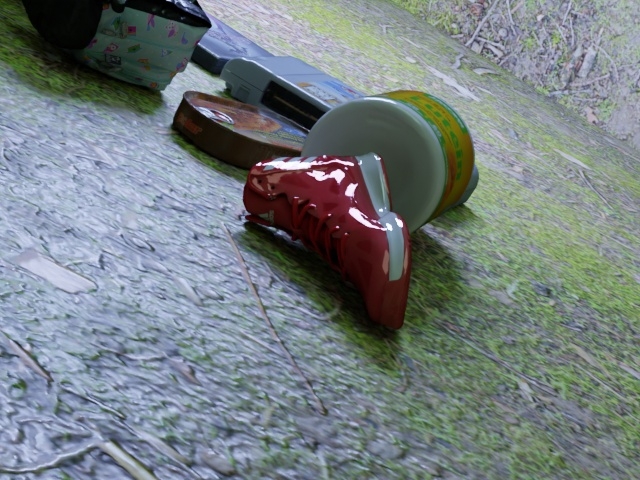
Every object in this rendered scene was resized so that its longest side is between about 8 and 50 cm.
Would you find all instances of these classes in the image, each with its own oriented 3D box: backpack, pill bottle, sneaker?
[{"bbox_3d":[-0.204,-0.227,1.486,0.182,0.115,0.152,14,32,-45],"label":"backpack"},{"bbox_3d":[0.076,-0.079,1.447,0.136,0.136,0.246,31,15,10],"label":"pill bottle"},{"bbox_3d":[0.000,0.000,1.228,0.128,0.087,0.221,1,29,-8],"label":"sneaker"}]

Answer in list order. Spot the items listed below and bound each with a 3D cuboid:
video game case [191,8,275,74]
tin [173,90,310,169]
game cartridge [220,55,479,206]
[{"bbox_3d":[-0.178,-0.279,1.871,0.274,0.026,0.196,34,16,24],"label":"video game case"},{"bbox_3d":[-0.066,-0.102,1.472,0.106,0.040,0.190,35,16,38],"label":"tin"},{"bbox_3d":[0.042,-0.132,1.729,0.297,0.062,0.198,32,20,12],"label":"game cartridge"}]
